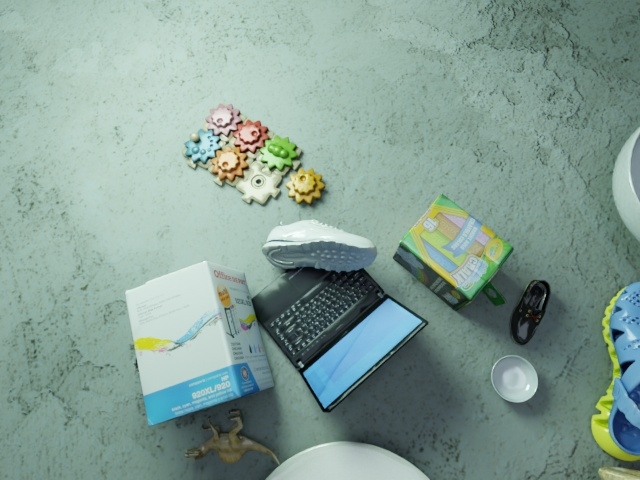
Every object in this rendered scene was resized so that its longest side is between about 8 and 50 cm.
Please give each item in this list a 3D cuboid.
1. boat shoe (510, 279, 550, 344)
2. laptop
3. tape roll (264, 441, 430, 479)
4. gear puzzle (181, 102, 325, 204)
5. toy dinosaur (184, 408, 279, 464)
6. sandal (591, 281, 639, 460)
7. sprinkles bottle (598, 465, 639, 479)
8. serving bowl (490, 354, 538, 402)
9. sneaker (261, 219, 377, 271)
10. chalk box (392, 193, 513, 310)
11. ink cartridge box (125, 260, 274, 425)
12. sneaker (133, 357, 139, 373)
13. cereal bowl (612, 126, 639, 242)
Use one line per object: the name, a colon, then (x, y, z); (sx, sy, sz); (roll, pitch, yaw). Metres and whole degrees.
boat shoe: (0.403, 0.136, 0.859); (0.048, 0.042, 0.133); (24, 78, 8)
laptop: (0.016, 0.135, 0.834); (0.234, 0.137, 0.264); (-39, 75, -8)
tape roll: (0.047, 0.535, 0.721); (0.391, 0.072, 0.393); (-3, 65, 6)
gear puzzle: (-0.144, -0.177, 0.985); (0.338, 0.044, 0.176); (32, 78, 12)
toy dinosaur: (-0.160, 0.368, 0.831); (0.182, 0.053, 0.093); (-5, 88, 10)
sandal: (0.571, 0.221, 0.774); (0.126, 0.138, 0.318); (12, 73, 9)
sprinkles bottle: (0.505, 0.553, 0.685); (0.121, 0.121, 0.356); (6, 74, 5)
serving bowl: (0.357, 0.257, 0.832); (0.083, 0.027, 0.084); (-1, 74, 4)
sneaker: (0.000, 0.000, 0.881); (0.234, 0.090, 0.095); (4, 45, 20)
chalk box: (0.264, 0.040, 0.849); (0.213, 0.132, 0.132); (40, 80, 13)
ink cartridge box: (-0.213, 0.179, 0.806); (0.168, 0.171, 0.233); (-21, 74, 9)
sneaker: (-0.301, 0.259, 0.845); (0.058, 0.085, 0.152); (-29, 74, -5)
cereal bowl: (0.726, -0.090, 0.852); (0.338, 0.141, 0.340); (-1, 73, 4)
